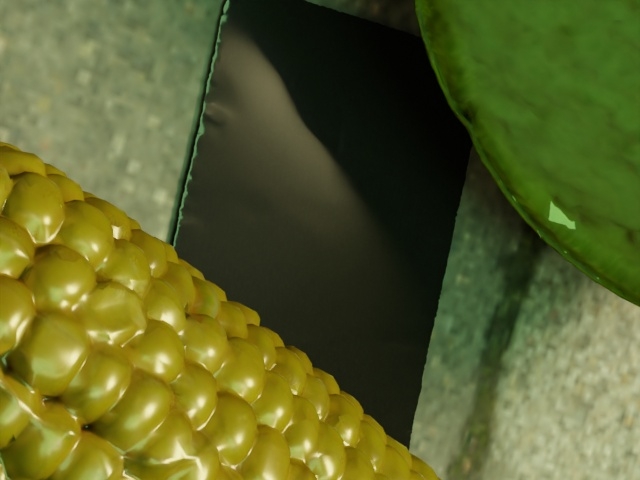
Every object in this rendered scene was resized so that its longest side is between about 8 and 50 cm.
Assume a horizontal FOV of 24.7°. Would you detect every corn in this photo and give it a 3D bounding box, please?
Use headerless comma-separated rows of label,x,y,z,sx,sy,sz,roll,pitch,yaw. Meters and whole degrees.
corn,-0.007,0.118,0.442,0.387,0.144,0.144,47,72,-24

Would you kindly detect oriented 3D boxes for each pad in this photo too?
pad,0.000,0.000,0.506,0.112,0.003,0.157,13,89,-31

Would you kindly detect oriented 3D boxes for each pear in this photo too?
pear,0.150,-0.107,0.515,0.288,0.139,0.239,49,57,-22
